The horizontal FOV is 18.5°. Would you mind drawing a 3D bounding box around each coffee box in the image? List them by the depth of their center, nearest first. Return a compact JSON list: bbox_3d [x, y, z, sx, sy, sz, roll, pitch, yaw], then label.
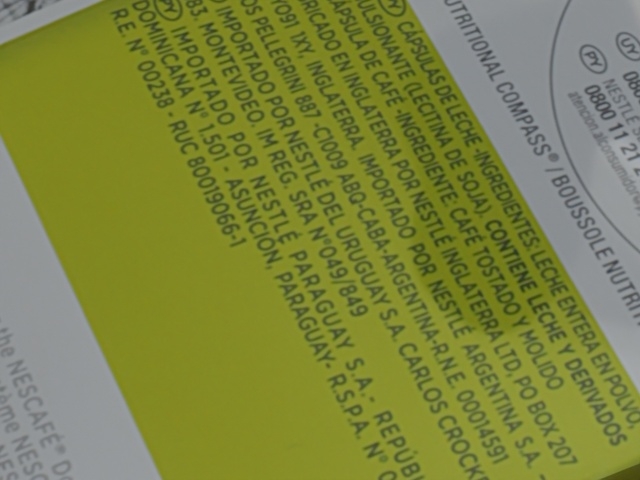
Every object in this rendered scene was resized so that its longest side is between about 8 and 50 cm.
[{"bbox_3d":[0.000,0.000,0.673,0.334,0.338,0.338,-21,65,-19],"label":"coffee box"}]
